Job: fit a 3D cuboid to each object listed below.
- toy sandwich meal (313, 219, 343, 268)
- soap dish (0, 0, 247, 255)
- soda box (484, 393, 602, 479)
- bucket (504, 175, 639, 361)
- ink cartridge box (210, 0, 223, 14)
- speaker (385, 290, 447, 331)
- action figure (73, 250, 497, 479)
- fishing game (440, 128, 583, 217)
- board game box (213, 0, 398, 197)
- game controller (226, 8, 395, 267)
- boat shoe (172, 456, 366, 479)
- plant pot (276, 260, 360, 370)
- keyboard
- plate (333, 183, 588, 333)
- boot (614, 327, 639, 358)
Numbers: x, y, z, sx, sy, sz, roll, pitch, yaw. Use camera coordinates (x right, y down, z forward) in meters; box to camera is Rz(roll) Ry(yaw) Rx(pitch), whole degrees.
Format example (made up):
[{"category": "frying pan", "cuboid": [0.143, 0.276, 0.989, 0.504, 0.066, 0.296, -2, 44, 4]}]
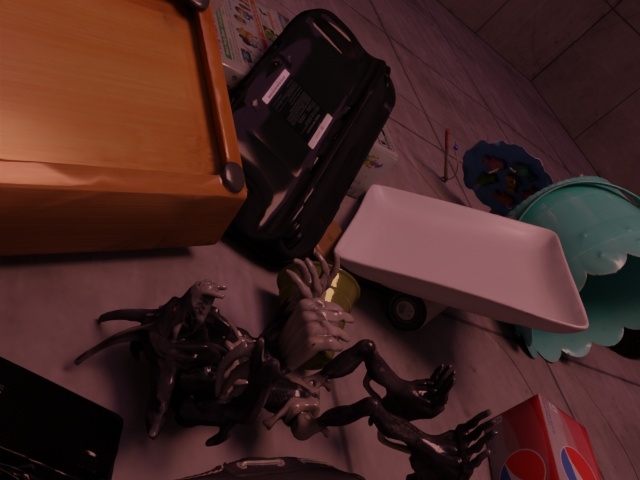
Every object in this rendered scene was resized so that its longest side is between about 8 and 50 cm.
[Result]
[{"category": "toy sandwich meal", "cuboid": [0.000, 0.000, 0.665, 0.086, 0.029, 0.085, 35, 40, -35]}, {"category": "soap dish", "cuboid": [-0.190, -0.108, 0.402, 0.291, 0.118, 0.228, -3, 79, -51]}, {"category": "soda box", "cuboid": [0.241, 0.295, 0.570, 0.092, 0.083, 0.263, 36, 32, -18]}, {"category": "bucket", "cuboid": [0.413, 0.043, 0.899, 0.281, 0.281, 0.183, 18, 36, -39]}, {"category": "ink cartridge box", "cuboid": [-0.147, -0.342, 0.525, 0.201, 0.278, 0.117, 22, 42, -35]}, {"category": "speaker", "cuboid": [0.136, 0.072, 0.722, 0.055, 0.055, 0.136, 55, 32, 12]}, {"category": "action figure", "cuboid": [-0.020, 0.081, 0.410, 0.276, 0.140, 0.164, 22, 18, -12]}, {"category": "fishing game", "cuboid": [0.329, -0.098, 1.013, 0.264, 0.189, 0.041, 29, 63, 28]}, {"category": "board game box", "cuboid": [-0.053, -0.210, 0.771, 0.304, 0.097, 0.223, 20, 40, -38]}, {"category": "game controller", "cuboid": [-0.019, -0.128, 0.635, 0.166, 0.067, 0.319, 38, 58, -14]}, {"category": "boat shoe", "cuboid": [-0.050, 0.185, 0.382, 0.206, 0.075, 0.065, 13, 2, -36]}, {"category": "plant pot", "cuboid": [-0.009, 0.076, 0.530, 0.083, 0.083, 0.079, 33, 47, -23]}, {"category": "keyboard", "cuboid": [-0.206, 0.097, 0.310, 0.192, 0.038, 0.100, 34, 10, -19]}, {"category": "plate", "cuboid": [0.172, 0.017, 0.718, 0.278, 0.045, 0.278, 15, 26, 8]}, {"category": "boot", "cuboid": [0.616, 0.091, 1.212, 0.348, 0.131, 0.260, 25, 38, -32]}]
